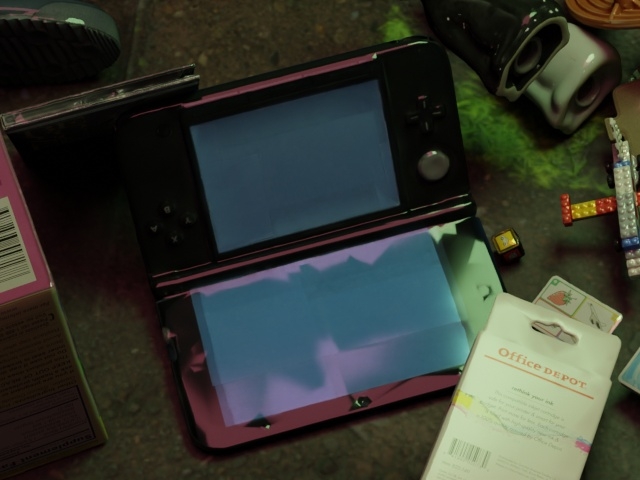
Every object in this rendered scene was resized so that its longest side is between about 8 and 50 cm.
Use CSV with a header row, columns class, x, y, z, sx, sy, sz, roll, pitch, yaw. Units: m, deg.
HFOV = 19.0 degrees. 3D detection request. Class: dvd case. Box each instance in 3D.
class,x,y,z,sx,sy,sz,roll,pitch,yaw
dvd case,-0.187,-0.108,1.648,0.164,0.221,0.018,-15,87,-6

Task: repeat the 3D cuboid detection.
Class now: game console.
class,x,y,z,sx,sy,sz,roll,pitch,yaw
game console,0.000,0.000,1.583,0.293,0.250,0.173,-15,30,-6

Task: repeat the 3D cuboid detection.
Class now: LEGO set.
class,x,y,z,sx,sy,sz,roll,pitch,yaw
LEGO set,0.260,0.017,1.583,0.244,0.060,0.182,33,79,33

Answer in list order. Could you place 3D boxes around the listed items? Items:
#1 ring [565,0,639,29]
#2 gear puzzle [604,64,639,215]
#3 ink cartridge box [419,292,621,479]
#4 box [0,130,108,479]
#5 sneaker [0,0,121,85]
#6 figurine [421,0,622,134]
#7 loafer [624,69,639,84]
class,x,y,z,sx,sy,sz,roll,pitch,yaw
ring,0.371,-0.286,1.708,0.336,0.032,0.336,-23,22,10
gear puzzle,0.342,-0.089,1.657,0.175,0.044,0.339,-19,60,16
ink cartridge box,0.155,0.151,1.515,0.115,0.067,0.198,22,60,5
box,-0.272,0.038,1.527,0.117,0.243,0.214,-19,56,-9
sneaker,-0.338,-0.224,1.788,0.319,0.112,0.131,3,59,5
figurine,0.145,-0.201,1.698,0.209,0.215,0.092,41,101,29
loafer,0.324,-0.159,1.735,0.125,0.039,0.045,-27,59,-13
